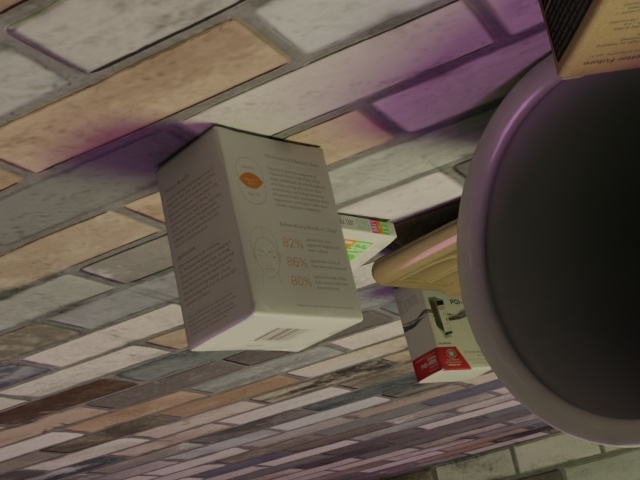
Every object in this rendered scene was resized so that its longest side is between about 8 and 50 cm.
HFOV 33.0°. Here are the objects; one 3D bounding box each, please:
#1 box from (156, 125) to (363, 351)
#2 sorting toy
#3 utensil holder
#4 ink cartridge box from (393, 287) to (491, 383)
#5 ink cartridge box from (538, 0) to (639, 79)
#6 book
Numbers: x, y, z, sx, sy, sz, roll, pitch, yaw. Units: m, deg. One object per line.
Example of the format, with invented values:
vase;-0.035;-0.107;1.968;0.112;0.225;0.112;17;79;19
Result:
box;-0.054;0.003;0.942;0.130;0.170;0.091;8;151;-44
sorting toy;0.232;-0.017;1.266;0.307;0.041;0.229;-28;159;24
utensil holder;0.369;0.001;0.970;0.386;0.327;0.328;1;157;-40
ink cartridge box;0.166;0.118;1.448;0.099;0.135;0.056;2;153;-36
ink cartridge box;0.276;-0.199;0.695;0.235;0.088;0.193;-10;162;-8
book;0.000;0.000;1.184;0.144;0.035;0.096;7;149;-41
